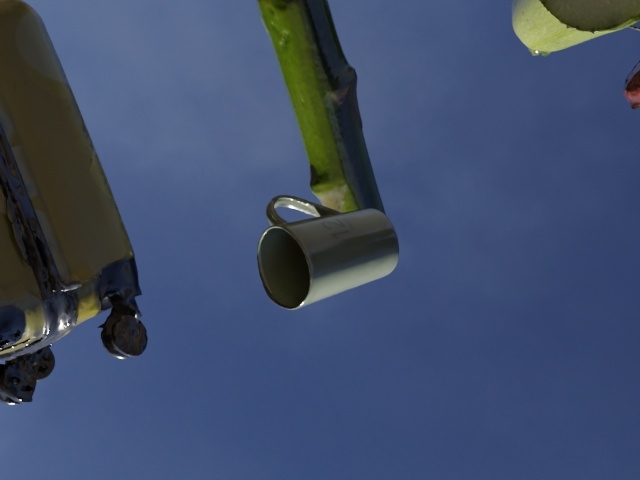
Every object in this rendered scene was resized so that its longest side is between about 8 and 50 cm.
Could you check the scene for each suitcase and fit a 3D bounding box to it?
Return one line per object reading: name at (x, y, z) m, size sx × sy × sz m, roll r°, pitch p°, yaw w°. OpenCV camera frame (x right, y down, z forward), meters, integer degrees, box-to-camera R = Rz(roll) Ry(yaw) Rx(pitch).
suitcase at (-0.223, -0.015, 0.600) m, size 0.143 × 0.234 × 0.194 m, roll -22°, pitch -178°, yaw -37°

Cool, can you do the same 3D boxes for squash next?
squash at (0.263, -0.269, 1.141) m, size 0.137 × 0.137 × 0.287 m, roll -46°, pitch -173°, yaw -12°

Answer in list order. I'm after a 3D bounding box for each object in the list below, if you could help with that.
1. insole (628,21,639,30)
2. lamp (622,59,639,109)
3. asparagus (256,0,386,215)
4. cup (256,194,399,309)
insole at (0.461, -0.222, 1.121) m, size 0.253 × 0.005 × 0.086 m, roll 14°, pitch -152°, yaw 9°
lamp at (0.289, -0.042, 0.610) m, size 0.215 × 0.151 × 0.223 m, roll -159°, pitch -108°, yaw -63°
asparagus at (0.006, -0.111, 0.913) m, size 0.067 × 0.277 × 0.060 m, roll -18°, pitch -159°, yaw -7°
cup at (0.000, 0.005, 0.665) m, size 0.083 × 0.054 × 0.075 m, roll -15°, pitch -146°, yaw -39°
